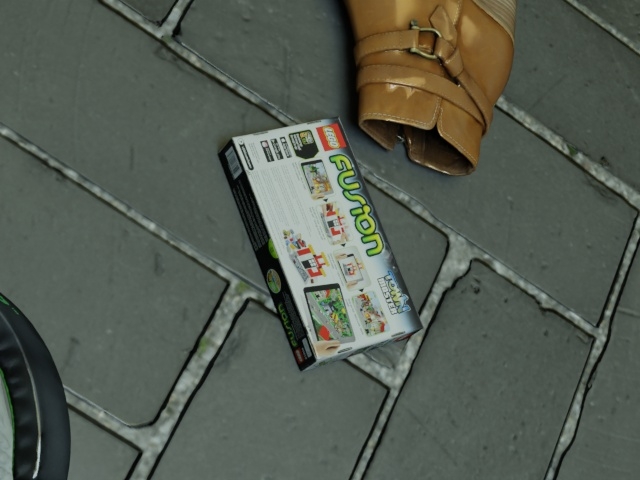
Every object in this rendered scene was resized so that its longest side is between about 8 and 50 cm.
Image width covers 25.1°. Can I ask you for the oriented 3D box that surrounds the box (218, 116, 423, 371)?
[{"bbox_3d":[0.000,0.000,1.247,0.114,0.036,0.207,-14,76,-31],"label":"box"}]

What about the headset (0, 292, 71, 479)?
[{"bbox_3d":[-0.286,0.206,0.879,0.243,0.185,0.394,14,80,17],"label":"headset"}]

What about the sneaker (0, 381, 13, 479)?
[{"bbox_3d":[-0.287,0.154,0.992,0.126,0.127,0.321,-11,95,-68],"label":"sneaker"}]

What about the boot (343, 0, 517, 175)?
[{"bbox_3d":[0.052,-0.198,1.331,0.283,0.109,0.220,26,63,-24],"label":"boot"}]
